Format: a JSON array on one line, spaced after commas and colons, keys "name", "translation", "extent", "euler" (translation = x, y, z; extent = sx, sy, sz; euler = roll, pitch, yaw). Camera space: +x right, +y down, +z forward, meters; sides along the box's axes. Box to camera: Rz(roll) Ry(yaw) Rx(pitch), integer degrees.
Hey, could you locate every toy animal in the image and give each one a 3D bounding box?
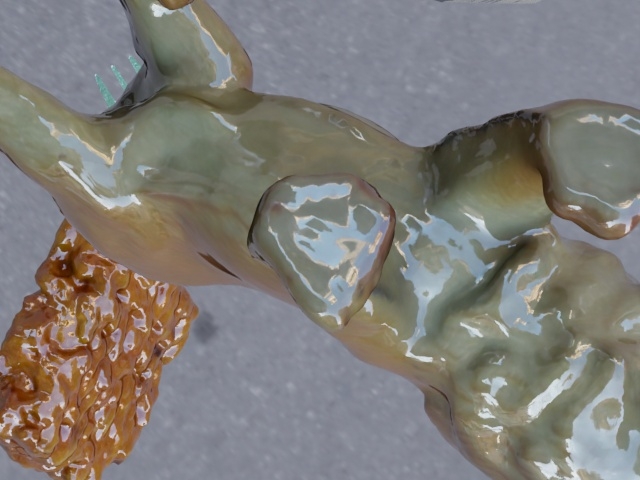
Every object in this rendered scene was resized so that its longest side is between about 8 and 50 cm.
[{"name": "toy animal", "translation": [0.000, 0.000, 0.469], "extent": [0.097, 0.312, 0.157], "euler": [-54, 154, -22]}]

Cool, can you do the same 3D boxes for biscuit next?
[{"name": "biscuit", "translation": [-0.273, 0.138, 1.901], "extent": [0.312, 0.110, 0.318], "euler": [-65, 160, -18]}]

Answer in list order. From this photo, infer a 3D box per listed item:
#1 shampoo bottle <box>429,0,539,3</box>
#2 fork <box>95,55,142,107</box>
[{"name": "shampoo bottle", "translation": [0.065, -0.232, 1.242], "extent": [0.257, 0.127, 0.078], "euler": [4, 79, -24]}, {"name": "fork", "translation": [-0.064, -0.029, 1.035], "extent": [0.039, 0.021, 0.235], "euler": [-21, 128, 28]}]
